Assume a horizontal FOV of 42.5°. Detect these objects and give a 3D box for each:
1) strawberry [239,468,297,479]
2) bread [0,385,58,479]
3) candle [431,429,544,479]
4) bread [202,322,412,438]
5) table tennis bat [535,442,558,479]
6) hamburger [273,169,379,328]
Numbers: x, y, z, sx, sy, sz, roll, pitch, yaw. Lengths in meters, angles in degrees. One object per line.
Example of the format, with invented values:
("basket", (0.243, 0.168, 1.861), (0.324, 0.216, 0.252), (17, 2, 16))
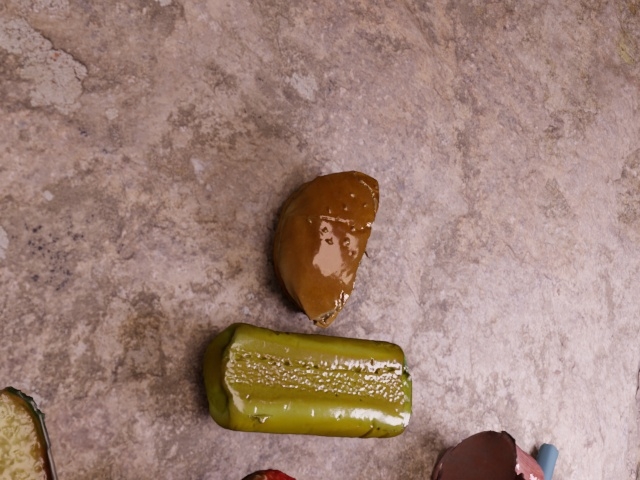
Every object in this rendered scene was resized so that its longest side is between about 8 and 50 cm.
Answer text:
("strawberry", (-0.072, 0.458, 1.155), (0.257, 0.257, 0.276), (-24, 102, -38))
("bread", (-0.418, 0.318, 1.003), (0.174, 0.133, 0.251), (-6, 75, -32))
("candle", (0.294, 0.507, 1.424), (0.287, 0.317, 0.131), (-45, 116, 7))
("bread", (-0.017, 0.234, 1.335), (0.384, 0.112, 0.166), (11, 70, -33))
("table tennis bat", (0.409, 0.535, 1.586), (0.329, 0.044, 0.215), (-61, 139, -43))
("hamburger", (0.000, 0.000, 1.386), (0.157, 0.144, 0.282), (29, 65, -28))
